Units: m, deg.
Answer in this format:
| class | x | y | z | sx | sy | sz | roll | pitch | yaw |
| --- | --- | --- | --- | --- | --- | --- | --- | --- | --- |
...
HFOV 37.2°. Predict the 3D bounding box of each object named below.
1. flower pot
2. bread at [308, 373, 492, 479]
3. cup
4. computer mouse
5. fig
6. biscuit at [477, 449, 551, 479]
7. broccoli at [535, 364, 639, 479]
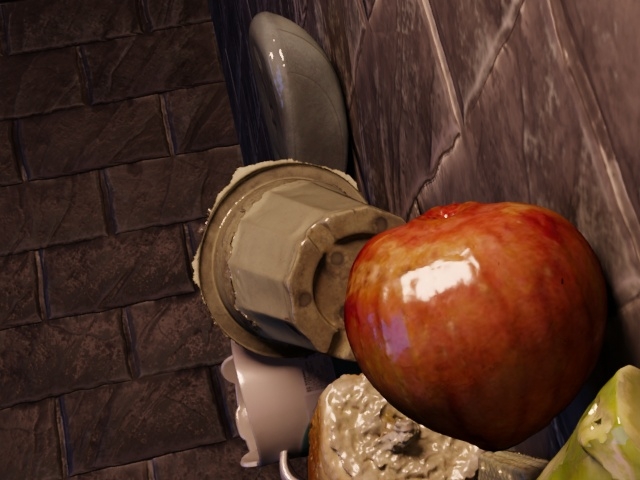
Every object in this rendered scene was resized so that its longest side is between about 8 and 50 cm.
| class | x | y | z | sx | sy | sz | roll | pitch | yaw |
| --- | --- | --- | --- | --- | --- | --- | --- | --- | --- |
| flower pot | -0.003 | 0.038 | 1.232 | 0.259 | 0.290 | 0.291 | -162 | 61 | -68 |
| bread | 0.087 | 0.249 | 1.066 | 0.246 | 0.195 | 0.176 | 99 | 163 | -66 |
| cup | -0.008 | 0.245 | 1.453 | 0.219 | 0.257 | 0.290 | 93 | 164 | -57 |
| computer mouse | -0.021 | -0.178 | 1.474 | 0.188 | 0.121 | 0.371 | -118 | 17 | -58 |
| fig | 0.121 | 0.065 | 0.707 | 0.205 | 0.205 | 0.205 | 169 | 90 | -81 |
| biscuit | 0.203 | 0.327 | 0.889 | 0.150 | 0.052 | 0.252 | 151 | 108 | -80 |
| broccoli | 0.130 | 0.242 | 0.632 | 0.221 | 0.252 | 0.361 | 40 | 150 | 17 |
